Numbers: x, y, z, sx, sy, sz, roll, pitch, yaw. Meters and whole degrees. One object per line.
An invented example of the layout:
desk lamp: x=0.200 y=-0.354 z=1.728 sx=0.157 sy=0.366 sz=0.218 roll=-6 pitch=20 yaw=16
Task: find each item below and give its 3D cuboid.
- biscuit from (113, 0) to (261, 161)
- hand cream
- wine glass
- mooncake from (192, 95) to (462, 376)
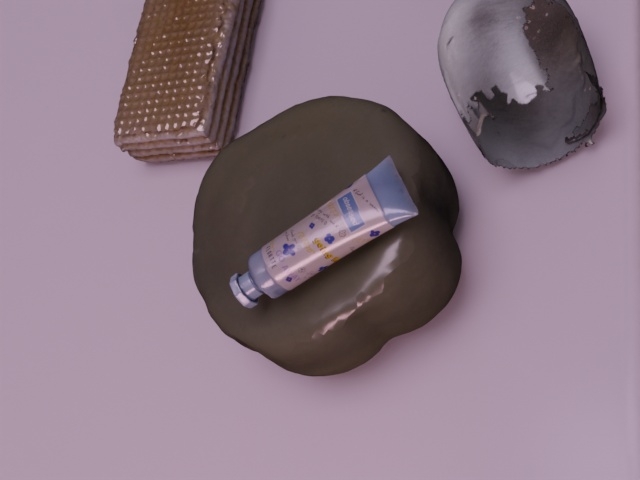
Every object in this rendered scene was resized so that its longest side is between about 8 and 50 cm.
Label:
biscuit: x=-0.136 y=-0.295 z=1.195 sx=0.144 sy=0.078 sz=0.425 roll=-3 pitch=66 yaw=27
hand cream: x=0.000 y=0.000 z=0.832 sx=0.171 sy=0.043 sz=0.065 roll=-33 pitch=56 yaw=14
wine glass: x=0.161 y=-0.221 z=0.957 sx=0.143 sy=0.143 sz=0.321 roll=-28 pitch=58 yaw=16
mooncake: x=0.006 y=-0.003 z=0.941 sx=0.275 sy=0.135 sz=0.274 roll=-14 pitch=61 yaw=27
